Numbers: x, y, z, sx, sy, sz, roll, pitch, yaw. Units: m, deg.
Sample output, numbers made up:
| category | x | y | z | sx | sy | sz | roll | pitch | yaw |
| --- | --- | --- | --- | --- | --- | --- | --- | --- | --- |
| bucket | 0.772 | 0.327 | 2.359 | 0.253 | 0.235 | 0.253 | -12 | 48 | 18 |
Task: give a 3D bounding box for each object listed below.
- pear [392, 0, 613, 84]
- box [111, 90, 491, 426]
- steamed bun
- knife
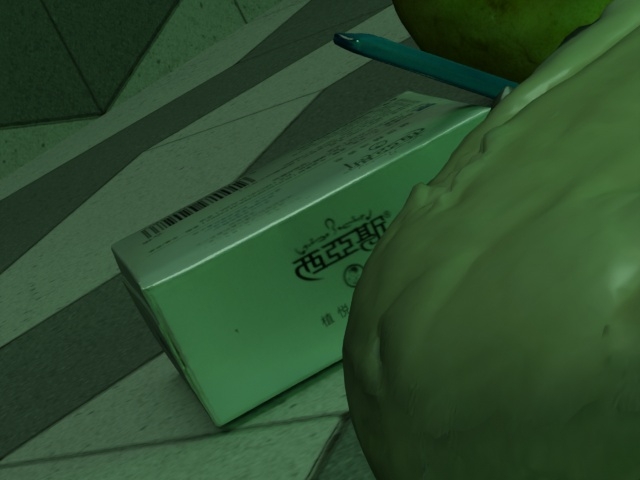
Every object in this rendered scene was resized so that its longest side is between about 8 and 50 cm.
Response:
| category | x | y | z | sx | sy | sz | roll | pitch | yaw |
| --- | --- | --- | --- | --- | --- | --- | --- | --- | --- |
| pear | 0.206 | -0.278 | 1.522 | 0.304 | 0.304 | 0.304 | -26 | 13 | 6 |
| box | 0.001 | 0.002 | 1.184 | 0.274 | 0.116 | 0.203 | -28 | 13 | -9 |
| steamed bun | 0.191 | 0.028 | 0.474 | 0.334 | 0.233 | 0.312 | -36 | 15 | 0 |
| knife | 0.134 | -0.100 | 1.141 | 0.296 | 0.026 | 0.044 | 14 | 12 | -28 |
